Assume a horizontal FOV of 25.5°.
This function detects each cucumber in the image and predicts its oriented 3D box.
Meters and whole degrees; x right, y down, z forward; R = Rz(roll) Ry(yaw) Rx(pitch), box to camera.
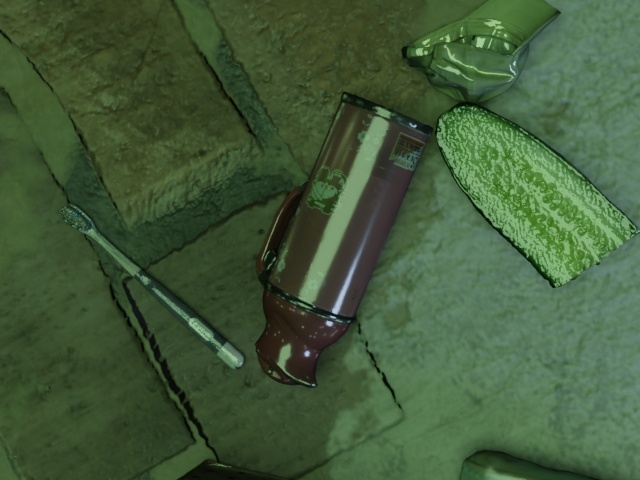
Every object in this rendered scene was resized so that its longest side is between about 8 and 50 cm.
[{"bbox_3d":[0.230,-0.062,1.572,0.244,0.063,0.115,47,106,6],"label":"cucumber"}]

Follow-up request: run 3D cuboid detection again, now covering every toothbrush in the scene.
[{"bbox_3d":[-0.199,0.053,1.669,0.288,0.026,0.024,41,95,7],"label":"toothbrush"}]

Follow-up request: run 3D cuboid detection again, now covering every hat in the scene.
[{"bbox_3d":[0.188,-0.219,1.584,0.166,0.081,0.122,-39,44,-6],"label":"hat"}]

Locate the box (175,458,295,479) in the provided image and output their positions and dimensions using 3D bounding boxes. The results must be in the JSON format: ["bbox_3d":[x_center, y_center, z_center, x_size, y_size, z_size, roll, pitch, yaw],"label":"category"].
[{"bbox_3d":[-0.030,0.373,1.540,0.297,0.225,0.190,12,93,8],"label":"box"}]

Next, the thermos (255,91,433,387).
[{"bbox_3d":[0.001,0.001,1.590,0.136,0.109,0.330,23,95,9],"label":"thermos"}]

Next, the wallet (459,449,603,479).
[{"bbox_3d":[0.251,0.426,1.563,0.252,0.083,0.360,11,97,10],"label":"wallet"}]
